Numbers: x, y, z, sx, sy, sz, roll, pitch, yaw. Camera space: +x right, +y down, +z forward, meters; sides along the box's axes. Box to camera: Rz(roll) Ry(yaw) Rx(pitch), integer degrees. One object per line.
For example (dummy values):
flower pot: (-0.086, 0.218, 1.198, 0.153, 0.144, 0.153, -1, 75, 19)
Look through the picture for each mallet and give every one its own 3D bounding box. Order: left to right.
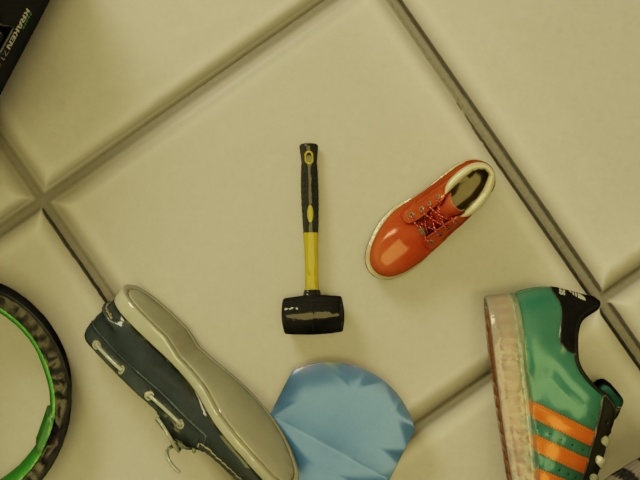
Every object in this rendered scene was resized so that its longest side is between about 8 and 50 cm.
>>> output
mallet: (0.000, 0.000, 1.070, 0.062, 0.039, 0.189, 6, 87, 1)

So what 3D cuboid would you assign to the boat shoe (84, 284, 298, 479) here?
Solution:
boat shoe: (-0.127, 0.156, 1.037, 0.254, 0.095, 0.079, 45, 103, 6)

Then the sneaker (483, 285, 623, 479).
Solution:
sneaker: (0.234, 0.193, 1.035, 0.121, 0.108, 0.302, -8, 90, 4)

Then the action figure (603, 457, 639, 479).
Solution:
action figure: (0.361, 0.155, 0.963, 0.178, 0.341, 0.330, 24, 60, 35)

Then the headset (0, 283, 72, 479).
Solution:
headset: (-0.427, 0.129, 0.996, 0.394, 0.185, 0.243, 19, 91, -12)

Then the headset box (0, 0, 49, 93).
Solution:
headset box: (-0.403, -0.218, 0.984, 0.283, 0.131, 0.246, 26, 84, 8)

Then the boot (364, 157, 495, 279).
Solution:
boot: (0.105, -0.022, 1.043, 0.158, 0.084, 0.059, -44, 92, 2)

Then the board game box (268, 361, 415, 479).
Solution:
board game box: (0.009, 0.203, 1.074, 0.133, 0.033, 0.168, 27, 89, 6)
